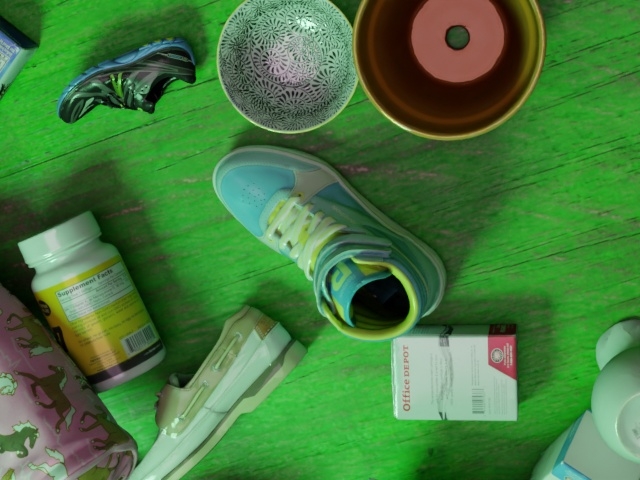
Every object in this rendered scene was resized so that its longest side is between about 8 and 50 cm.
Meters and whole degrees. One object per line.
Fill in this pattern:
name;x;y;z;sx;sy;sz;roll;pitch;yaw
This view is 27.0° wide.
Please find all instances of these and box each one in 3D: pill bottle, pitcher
pill bottle;-0.286;0.076;1.654;0.119;0.119;0.208;-23;96;13
pitcher;0.387;0.196;1.522;0.125;0.207;0.177;-35;95;15

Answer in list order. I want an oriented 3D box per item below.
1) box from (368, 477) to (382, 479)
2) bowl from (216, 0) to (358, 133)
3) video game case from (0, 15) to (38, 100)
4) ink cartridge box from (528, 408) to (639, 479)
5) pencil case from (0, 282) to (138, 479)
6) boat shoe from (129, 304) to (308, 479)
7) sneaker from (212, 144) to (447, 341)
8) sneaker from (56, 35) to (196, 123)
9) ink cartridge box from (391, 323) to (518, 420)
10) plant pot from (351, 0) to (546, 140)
box;0.160;0.430;1.604;0.262;0.126;0.231;11;128;8
bowl;-0.032;-0.215;1.572;0.170;0.080;0.170;2;101;8
video game case;-0.532;-0.227;1.663;0.269;0.061;0.244;38;106;0
ink cartridge box;0.309;0.287;1.591;0.092;0.090;0.143;33;142;2
pencil case;-0.388;0.181;1.614;0.386;0.160;0.167;44;140;21
boat shoe;-0.155;0.209;1.670;0.103;0.113;0.302;45;94;0
sneaker;0.000;0.000;1.545;0.319;0.208;0.127;30;106;3
sneaker;-0.237;-0.184;1.619;0.188;0.067;0.078;-22;91;10
ink cartridge box;0.165;0.160;1.624;0.150;0.063;0.109;0;102;10
plant pot;0.149;-0.225;1.484;0.205;0.188;0.205;2;102;10
